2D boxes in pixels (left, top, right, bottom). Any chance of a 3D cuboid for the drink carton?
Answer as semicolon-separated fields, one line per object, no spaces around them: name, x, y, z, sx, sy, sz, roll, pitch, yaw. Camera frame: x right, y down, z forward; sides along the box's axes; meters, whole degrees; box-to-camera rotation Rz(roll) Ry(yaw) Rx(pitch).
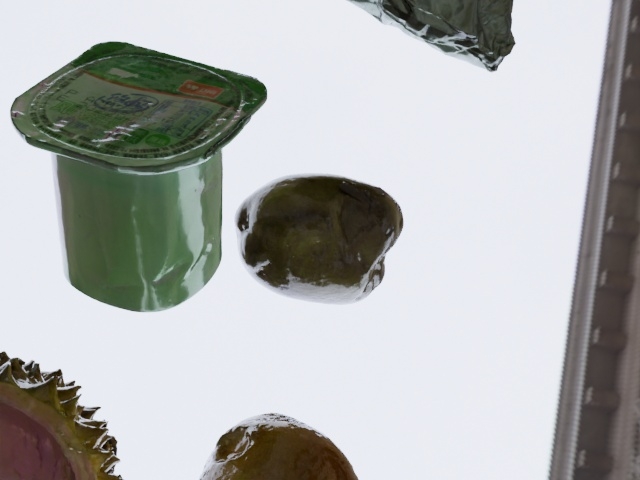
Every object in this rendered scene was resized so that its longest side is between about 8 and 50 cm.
drink carton;-0.126;-0.036;0.770;0.146;0.142;0.144;19;-141;17

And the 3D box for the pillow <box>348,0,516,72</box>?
pillow;0.104;-0.367;1.327;0.284;0.138;0.309;22;-132;-18

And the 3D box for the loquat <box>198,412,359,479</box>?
loquat;-0.021;0.179;0.708;0.113;0.137;0.137;-38;-105;13

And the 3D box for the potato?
potato;-0.002;-0.003;1.276;0.201;0.137;0.154;3;-77;-28

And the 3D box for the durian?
durian;-0.283;0.162;0.946;0.305;0.195;0.185;8;-75;13
